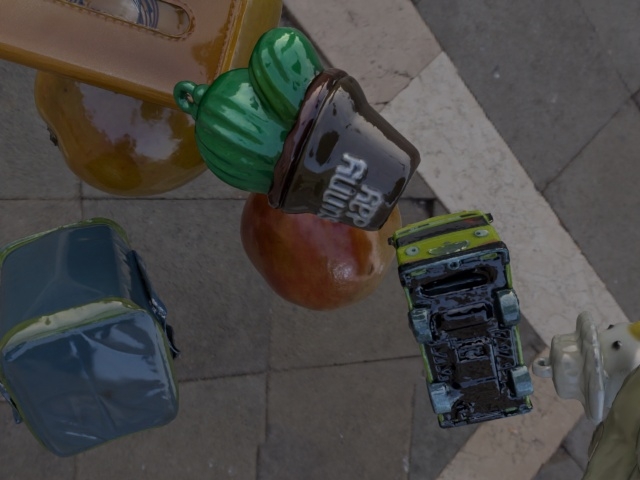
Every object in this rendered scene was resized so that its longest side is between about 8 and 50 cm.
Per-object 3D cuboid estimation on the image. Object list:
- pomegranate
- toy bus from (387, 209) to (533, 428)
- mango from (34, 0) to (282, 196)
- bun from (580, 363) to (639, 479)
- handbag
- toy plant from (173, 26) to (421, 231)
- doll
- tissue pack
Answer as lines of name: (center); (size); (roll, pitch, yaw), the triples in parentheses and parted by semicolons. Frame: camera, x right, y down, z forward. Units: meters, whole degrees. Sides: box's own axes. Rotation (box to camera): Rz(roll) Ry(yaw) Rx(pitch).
pomegranate: (0.000, 0.000, 0.916); (0.229, 0.252, 0.270); (-42, 140, -51)
toy bus: (0.173, 0.094, 0.706); (0.128, 0.150, 0.261); (-14, 121, 9)
mango: (-0.222, -0.271, 0.847); (0.445, 0.232, 0.300); (-53, 133, -2)
bun: (0.282, 0.112, 0.270); (0.365, 0.365, 0.219); (-27, 68, -17)
handbag: (-0.325, 0.131, 0.804); (0.223, 0.241, 0.262); (-19, 129, -14)
toy plant: (-0.025, -0.085, 0.430); (0.201, 0.142, 0.105); (29, 49, 3)
doll: (0.369, 0.129, 0.572); (0.294, 0.138, 0.119); (-3, 122, 18)
tissue pack: (-0.224, -0.261, 0.605); (0.275, 0.145, 0.194); (13, 114, -16)
